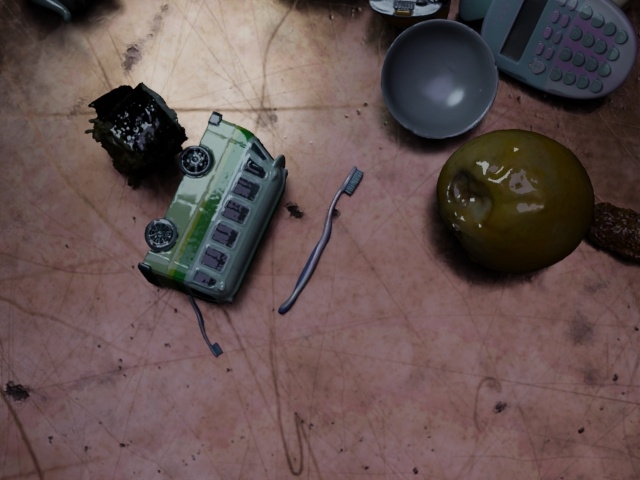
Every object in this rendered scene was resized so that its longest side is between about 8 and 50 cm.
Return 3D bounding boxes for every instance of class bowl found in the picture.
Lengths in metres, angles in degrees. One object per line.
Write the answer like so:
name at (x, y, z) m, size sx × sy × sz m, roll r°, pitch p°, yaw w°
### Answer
bowl at (0.186, -0.259, 1.909) m, size 0.189 × 0.086 × 0.189 m, roll 0°, pitch 99°, yaw -2°

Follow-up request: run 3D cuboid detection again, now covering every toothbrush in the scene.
toothbrush at (-0.201, 0.113, 1.896) m, size 0.017 × 0.014 × 0.162 m, roll -31°, pitch 82°, yaw 10°
toothbrush at (0.000, 0.000, 1.910) m, size 0.027 × 0.021 × 0.269 m, roll 26°, pitch 83°, yaw 10°

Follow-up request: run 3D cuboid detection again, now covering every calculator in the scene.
calculator at (0.364, -0.338, 1.908) m, size 0.299 × 0.041 × 0.185 m, roll 28°, pitch 116°, yaw 13°

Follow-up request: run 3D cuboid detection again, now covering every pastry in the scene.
pastry at (0.504, -0.011, 1.889) m, size 0.169 × 0.063 × 0.087 m, roll 16°, pitch 79°, yaw 3°

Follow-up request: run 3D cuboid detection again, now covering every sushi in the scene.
sushi at (-0.291, -0.169, 1.837) m, size 0.115 × 0.212 × 0.147 m, roll -39°, pitch 101°, yaw -11°

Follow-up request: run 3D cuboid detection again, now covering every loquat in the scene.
loquat at (0.303, -0.063, 1.826) m, size 0.244 × 0.244 × 0.243 m, roll 0°, pitch 81°, yaw 0°

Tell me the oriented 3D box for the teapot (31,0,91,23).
teapot at (-0.398, -0.451, 1.925) m, size 0.149 × 0.162 × 0.239 m, roll 24°, pitch 52°, yaw -5°

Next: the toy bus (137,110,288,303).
toy bus at (-0.161, -0.043, 1.855) m, size 0.165 × 0.133 × 0.276 m, roll 24°, pitch 79°, yaw 5°

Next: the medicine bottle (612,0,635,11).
medicine bottle at (0.411, -0.471, 1.937) m, size 0.114 × 0.114 × 0.252 m, roll -40°, pitch 83°, yaw -6°

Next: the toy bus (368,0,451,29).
toy bus at (0.161, -0.440, 1.917) m, size 0.126 × 0.136 × 0.209 m, roll 7°, pitch 80°, yaw 18°
